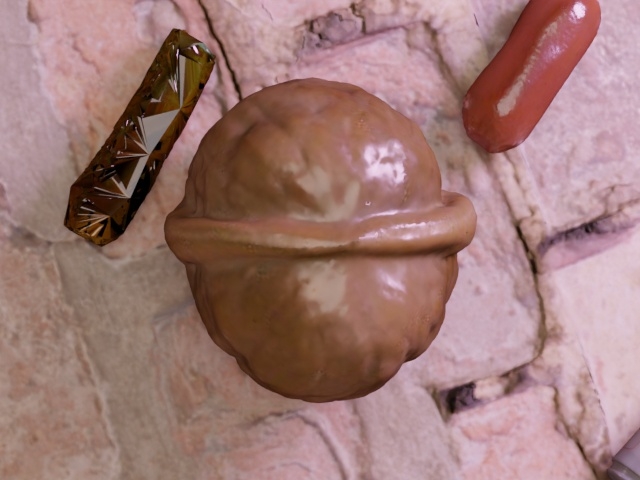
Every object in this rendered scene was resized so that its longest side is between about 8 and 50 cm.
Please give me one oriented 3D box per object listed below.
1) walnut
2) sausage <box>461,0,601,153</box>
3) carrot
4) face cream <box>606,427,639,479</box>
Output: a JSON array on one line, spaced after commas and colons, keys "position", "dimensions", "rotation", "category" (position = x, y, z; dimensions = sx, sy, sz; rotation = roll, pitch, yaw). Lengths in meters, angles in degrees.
[{"position": [0.000, 0.000, 1.317], "dimensions": [0.285, 0.285, 0.297], "rotation": [-3, 92, -4], "category": "walnut"}, {"position": [0.209, -0.174, 1.437], "dimensions": [0.077, 0.077, 0.194], "rotation": [35, 83, -1], "category": "sausage"}, {"position": [-0.173, -0.102, 1.411], "dimensions": [0.069, 0.069, 0.229], "rotation": [30, 83, -1], "category": "carrot"}, {"position": [0.332, 0.229, 1.401], "dimensions": [0.101, 0.101, 0.252], "rotation": [44, 85, 0], "category": "face cream"}]
